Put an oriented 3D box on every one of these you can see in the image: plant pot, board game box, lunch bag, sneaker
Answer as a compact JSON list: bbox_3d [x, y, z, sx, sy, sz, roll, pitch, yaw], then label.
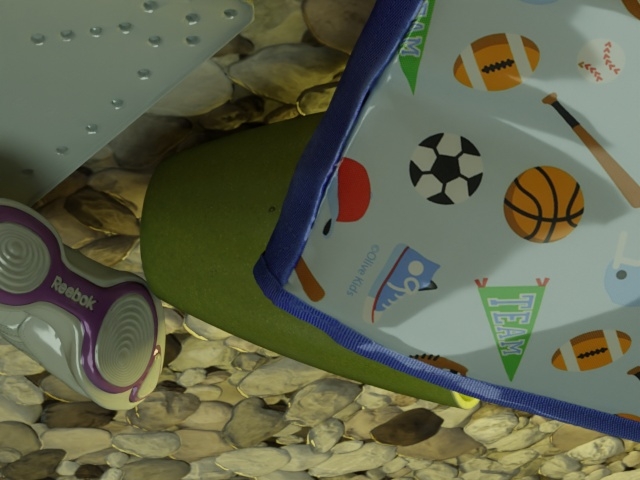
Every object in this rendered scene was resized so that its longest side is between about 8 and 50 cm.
[{"bbox_3d":[0.000,0.000,1.434,0.294,0.274,0.274,4,150,18],"label":"plant pot"},{"bbox_3d":[-0.319,-0.163,1.270,0.390,0.050,0.390,22,135,-41],"label":"board game box"},{"bbox_3d":[0.180,-0.058,1.120,0.386,0.239,0.327,14,115,-26],"label":"lunch bag"},{"bbox_3d":[-0.250,0.044,1.449,0.152,0.114,0.305,16,157,42],"label":"sneaker"}]
